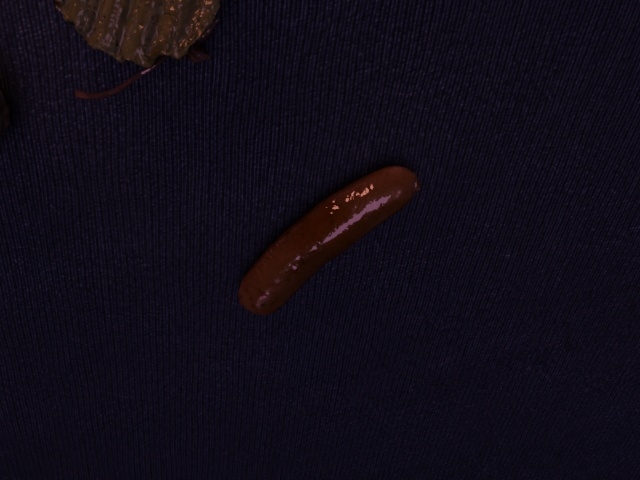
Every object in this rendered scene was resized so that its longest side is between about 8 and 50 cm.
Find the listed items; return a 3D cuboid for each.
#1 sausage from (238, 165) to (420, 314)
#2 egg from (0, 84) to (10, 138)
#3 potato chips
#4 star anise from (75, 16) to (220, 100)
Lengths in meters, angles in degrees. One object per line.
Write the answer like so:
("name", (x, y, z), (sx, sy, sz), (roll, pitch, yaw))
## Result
("sausage", (-0.002, -0.002, 1.117), (0.501, 0.123, 0.136), (-40, 117, 17))
("egg", (-0.670, -0.246, 0.900), (0.195, 0.194, 0.233), (25, 127, -17))
("potato chips", (-0.308, -0.509, 0.799), (0.359, 0.070, 0.428), (18, 105, -4))
("star anise", (-0.313, -0.334, 0.878), (0.227, 0.219, 0.148), (-46, 122, -26))
